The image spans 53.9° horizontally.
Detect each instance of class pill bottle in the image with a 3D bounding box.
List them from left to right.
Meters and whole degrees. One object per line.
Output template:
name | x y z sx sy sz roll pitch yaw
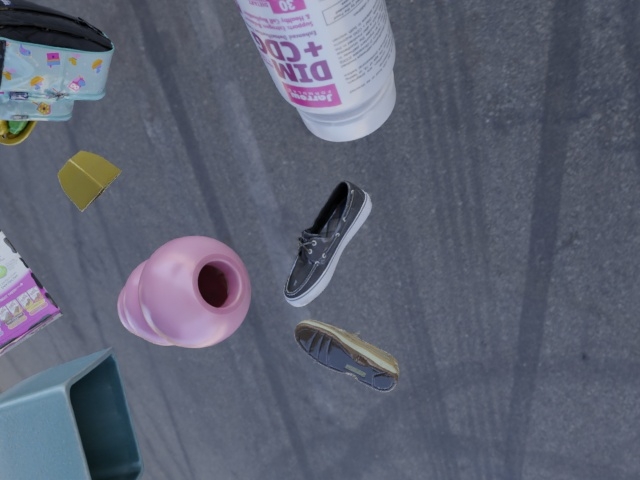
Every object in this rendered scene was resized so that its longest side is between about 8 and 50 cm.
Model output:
pill bottle | 0.001 -0.254 0.746 0.160 0.160 0.283 26 162 28

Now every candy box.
candy box | -0.643 0.095 1.232 0.233 0.159 0.071 53 158 2

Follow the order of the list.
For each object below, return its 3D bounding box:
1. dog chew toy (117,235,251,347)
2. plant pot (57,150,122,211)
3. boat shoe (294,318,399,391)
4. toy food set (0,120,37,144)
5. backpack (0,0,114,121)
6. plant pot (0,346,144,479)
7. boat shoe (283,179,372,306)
dog chew toy | -0.282 0.112 1.211 0.331 0.206 0.207 -19 105 46
plant pot | -0.453 -0.123 1.215 0.081 0.081 0.083 -37 107 29
boat shoe | 0.045 0.181 1.050 0.190 0.072 0.068 32 124 -5
toy food set | -0.642 -0.306 1.313 0.128 0.071 0.218 35 96 17
backpack | -0.382 -0.242 0.847 0.166 0.188 0.144 39 128 36
plant pot | -0.473 0.351 1.055 0.247 0.252 0.248 -116 13 -86
boat shoe | 0.000 0.000 1.045 0.076 0.228 0.080 40 174 -41
